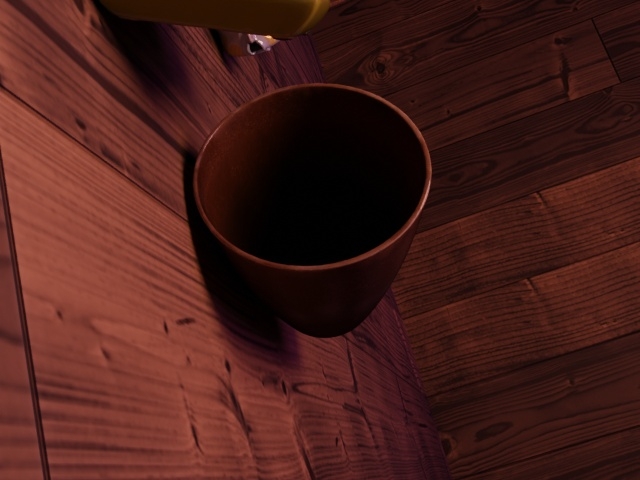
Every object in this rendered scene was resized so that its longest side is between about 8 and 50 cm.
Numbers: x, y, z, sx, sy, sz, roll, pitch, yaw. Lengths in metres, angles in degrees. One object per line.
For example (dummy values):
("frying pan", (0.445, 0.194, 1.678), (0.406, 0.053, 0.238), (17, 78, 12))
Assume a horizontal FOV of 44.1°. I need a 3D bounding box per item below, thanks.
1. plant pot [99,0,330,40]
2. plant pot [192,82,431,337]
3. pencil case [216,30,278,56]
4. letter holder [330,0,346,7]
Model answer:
("plant pot", (-0.082, -0.295, 0.706), (0.227, 0.228, 0.207), (-79, 176, -73))
("plant pot", (0.000, 0.000, 0.804), (0.230, 0.215, 0.215), (83, -5, -55))
("pencil case", (-0.129, -0.376, 1.033), (0.124, 0.113, 0.273), (-73, 148, -42))
("letter holder", (-0.032, -0.462, 1.192), (0.152, 0.301, 0.215), (-46, 117, -80))
